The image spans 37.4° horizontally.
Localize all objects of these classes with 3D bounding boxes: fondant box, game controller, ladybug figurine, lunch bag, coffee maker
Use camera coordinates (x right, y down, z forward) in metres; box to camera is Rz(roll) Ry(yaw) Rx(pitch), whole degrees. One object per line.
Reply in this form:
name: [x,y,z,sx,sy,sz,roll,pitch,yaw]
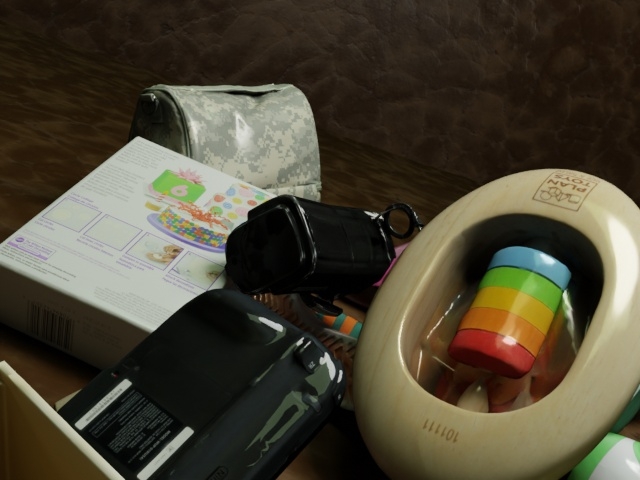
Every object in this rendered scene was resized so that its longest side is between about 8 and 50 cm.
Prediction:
fondant box: [-0.211,0.016,1.160,0.238,0.096,0.330,23,37,10]
game controller: [-0.127,0.164,0.727,0.166,0.067,0.319,26,53,32]
ladybug figurine: [0.215,0.107,1.055,0.305,0.449,0.162,19,-31,31]
lunch bag: [-0.148,-0.119,1.490,0.305,0.256,0.212,-8,16,-44]
coffee maker: [0.000,0.000,1.112,0.120,0.171,0.178,49,21,24]

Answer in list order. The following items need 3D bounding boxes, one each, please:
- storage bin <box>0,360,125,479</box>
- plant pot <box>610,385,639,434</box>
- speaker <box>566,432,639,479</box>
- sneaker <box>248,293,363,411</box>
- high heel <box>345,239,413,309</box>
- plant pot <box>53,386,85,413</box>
storage bin: [-0.214,0.222,0.492,0.262,0.123,0.260,31,37,34]
plant pot: [0.298,0.160,1.235,0.293,0.293,0.196,33,-13,38]
speaker: [0.413,0.331,1.017,0.296,0.131,0.131,31,19,34]
sneaker: [0.003,0.138,1.226,0.302,0.108,0.121,33,6,41]
high heel: [0.171,0.138,1.493,0.181,0.127,0.377,-20,38,-22]
plant pot: [-0.174,0.177,0.800,0.096,0.109,0.109,-5,52,-23]
